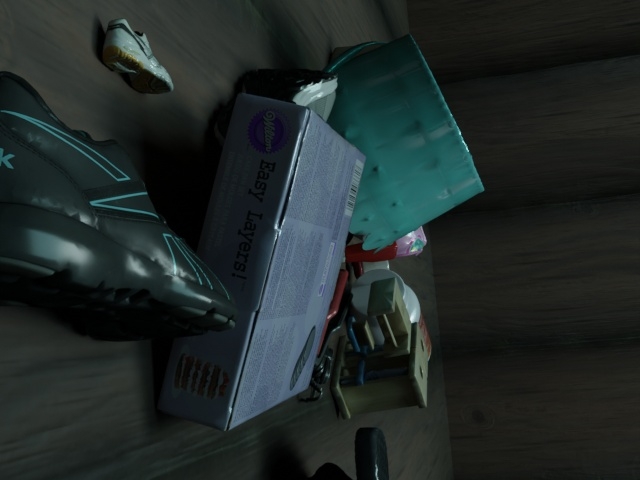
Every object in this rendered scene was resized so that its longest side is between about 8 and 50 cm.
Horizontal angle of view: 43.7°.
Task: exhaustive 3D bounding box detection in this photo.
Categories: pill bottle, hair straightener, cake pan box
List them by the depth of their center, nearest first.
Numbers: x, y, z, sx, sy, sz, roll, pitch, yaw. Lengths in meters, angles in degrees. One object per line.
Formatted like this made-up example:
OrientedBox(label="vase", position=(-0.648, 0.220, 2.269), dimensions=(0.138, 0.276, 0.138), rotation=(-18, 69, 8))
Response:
OrientedBox(label="cake pan box", position=(-0.036, 0.016, 0.705), dimensions=(0.246, 0.070, 0.266), rotation=(4, 100, -78))
OrientedBox(label="hair straightener", position=(0.012, 0.139, 1.078), dimensions=(0.230, 0.047, 0.089), rotation=(-78, 157, -54))
OrientedBox(label="pill bottle", position=(0.118, 0.143, 1.370), dimensions=(0.216, 0.121, 0.121), rotation=(67, 21, -53))

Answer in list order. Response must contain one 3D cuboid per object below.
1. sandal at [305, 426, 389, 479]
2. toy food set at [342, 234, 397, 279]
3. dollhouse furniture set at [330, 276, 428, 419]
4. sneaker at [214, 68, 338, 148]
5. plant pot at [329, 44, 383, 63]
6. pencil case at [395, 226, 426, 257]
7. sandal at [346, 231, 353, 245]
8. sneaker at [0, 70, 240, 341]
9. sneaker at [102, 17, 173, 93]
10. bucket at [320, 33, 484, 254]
OrientedBox(label="sandal", position=(0.030, 0.364, 0.979), dimensions=(0.445, 0.107, 0.167), rotation=(87, 3, -55))
OrientedBox(label="toy food set", position=(0.062, -0.008, 1.334), dimensions=(0.232, 0.105, 0.111), rotation=(96, -17, -56))
OrientedBox(label="dollhouse furniture set", position=(0.074, 0.145, 1.178), dimensions=(0.129, 0.129, 0.183), rotation=(-76, 149, -58))
OrientedBox(label="sneaker", position=(-0.046, -0.123, 0.883), dimensions=(0.271, 0.100, 0.107), rotation=(-63, 154, -57))
OrientedBox(label="plant pot", position=(0.068, -0.280, 1.419), dimensions=(0.096, 0.109, 0.109), rotation=(-56, 140, -51))
OrientedBox(label="pencil case", position=(0.140, -0.106, 1.593), dimensions=(0.124, 0.124, 0.284), rotation=(-22, 106, -77))
OrientedBox(label="sandal", position=(0.000, 0.000, 1.081), dimensions=(0.049, 0.072, 0.180), rotation=(57, 25, -15))
OrientedBox(label="sneaker", position=(-0.118, -0.002, 0.471), dimensions=(0.267, 0.101, 0.106), rotation=(49, 35, -69))
OrientedBox(label="sneaker", position=(-0.136, -0.140, 0.608), dimensions=(0.083, 0.032, 0.036), rotation=(45, 41, -71))
OrientedBox(label="bucket", position=(0.093, -0.138, 1.104), dimensions=(0.281, 0.183, 0.281), rotation=(61, 10, -19))
